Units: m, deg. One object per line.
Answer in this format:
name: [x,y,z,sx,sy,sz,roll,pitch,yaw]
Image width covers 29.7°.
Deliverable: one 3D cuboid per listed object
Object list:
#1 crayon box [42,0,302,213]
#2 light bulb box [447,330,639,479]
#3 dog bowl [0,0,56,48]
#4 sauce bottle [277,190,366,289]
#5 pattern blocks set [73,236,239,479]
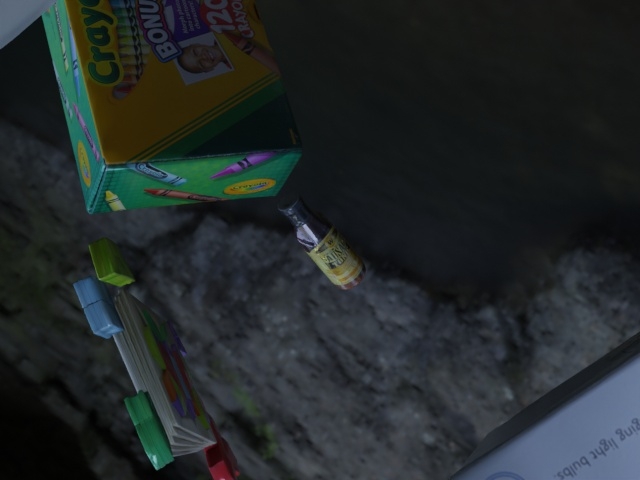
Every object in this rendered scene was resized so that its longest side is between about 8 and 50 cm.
crayon box: [-0.137,-0.165,1.010,0.081,0.165,0.278,124,133,-56]
light bulb box: [0.276,0.221,0.722,0.361,0.225,0.358,56,-173,10]
dog bowl: [-0.171,-0.178,0.552,0.104,0.265,0.265,46,169,-2]
sauce bottle: [0.000,0.000,1.245,0.042,0.042,0.128,22,160,50]
pattern blocks set: [-0.142,0.128,1.107,0.325,0.026,0.285,44,-159,-89]
